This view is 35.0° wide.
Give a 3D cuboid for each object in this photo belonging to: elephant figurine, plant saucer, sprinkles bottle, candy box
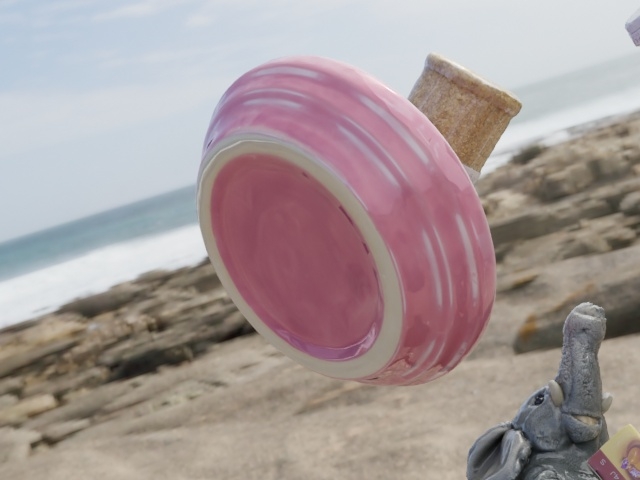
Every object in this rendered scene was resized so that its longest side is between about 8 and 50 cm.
[{"bbox_3d":[0.225,0.215,0.962,0.186,0.169,0.239,-24,37,20],"label":"elephant figurine"},{"bbox_3d":[0.000,0.000,0.922,0.084,0.332,0.332,-34,15,-38],"label":"plant saucer"},{"bbox_3d":[0.085,-0.029,1.133,0.355,0.121,0.121,-60,-3,11],"label":"sprinkles bottle"},{"bbox_3d":[0.308,0.238,0.842,0.053,0.186,0.109,-45,38,8],"label":"candy box"}]

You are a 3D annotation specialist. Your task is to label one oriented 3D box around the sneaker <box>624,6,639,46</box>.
[{"bbox_3d":[0.393,-0.250,0.906,0.258,0.091,0.094,-44,5,11],"label":"sneaker"}]
